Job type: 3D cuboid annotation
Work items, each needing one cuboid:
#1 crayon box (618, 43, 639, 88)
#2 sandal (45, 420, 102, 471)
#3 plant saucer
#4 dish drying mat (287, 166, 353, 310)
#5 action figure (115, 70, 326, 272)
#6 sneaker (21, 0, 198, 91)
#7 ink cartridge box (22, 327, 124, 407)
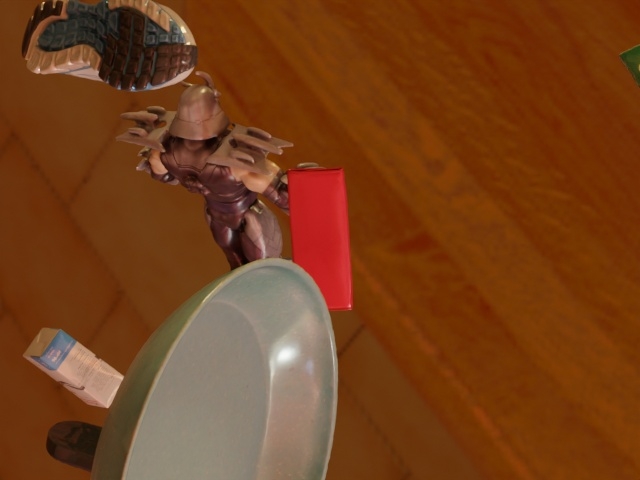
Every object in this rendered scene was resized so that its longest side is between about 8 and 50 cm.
[{"bbox_3d":[0.406,-0.090,1.193,0.202,0.081,0.318,-26,64,-4],"label":"crayon box"},{"bbox_3d":[-0.095,0.148,0.987,0.179,0.067,0.040,19,103,-4],"label":"sandal"},{"bbox_3d":[-0.031,0.062,0.408,0.021,0.119,0.119,11,102,26],"label":"plant saucer"},{"bbox_3d":[0.000,0.000,0.799,0.032,0.008,0.083,-3,113,2],"label":"dish drying mat"},{"bbox_3d":[-0.069,-0.026,1.233,0.185,0.099,0.285,25,144,39],"label":"action figure"},{"bbox_3d":[-0.140,-0.145,1.094,0.190,0.083,0.071,16,95,48],"label":"sneaker"},{"bbox_3d":[-0.180,0.102,1.116,0.028,0.083,0.048,-57,21,-17],"label":"ink cartridge box"}]
